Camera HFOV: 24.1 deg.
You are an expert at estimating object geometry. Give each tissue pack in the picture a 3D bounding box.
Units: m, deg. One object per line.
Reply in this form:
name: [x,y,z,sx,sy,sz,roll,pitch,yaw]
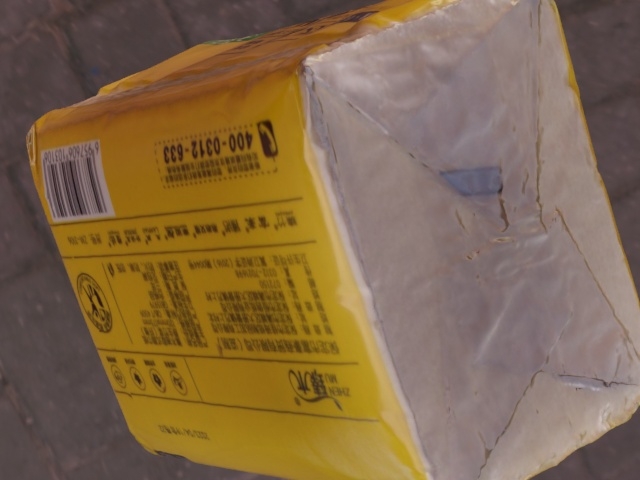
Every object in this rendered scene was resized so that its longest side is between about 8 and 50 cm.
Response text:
tissue pack: [0.000,0.000,1.013,0.228,0.382,0.293,-24,101,-31]
